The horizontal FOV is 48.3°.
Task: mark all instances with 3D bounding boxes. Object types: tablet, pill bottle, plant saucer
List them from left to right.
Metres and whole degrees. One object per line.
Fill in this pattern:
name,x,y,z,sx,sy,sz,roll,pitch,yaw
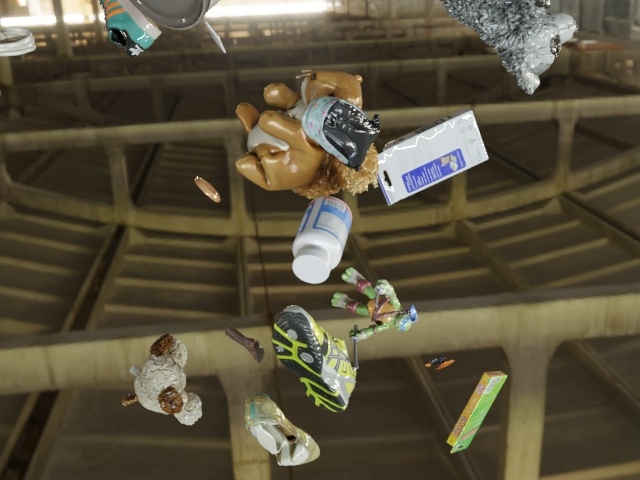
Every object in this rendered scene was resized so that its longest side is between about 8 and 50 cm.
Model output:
plant saucer,-0.282,-0.129,1.791,0.013,0.083,0.083,-44,-161,8
tablet,-0.246,-0.476,1.674,0.006,0.054,0.083,-37,170,-4
pill bottle,0.000,0.000,1.773,0.124,0.124,0.221,3,-140,16

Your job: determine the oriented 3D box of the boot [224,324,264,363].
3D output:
boot,-0.218,0.294,2.034,0.114,0.106,0.037,21,-128,29

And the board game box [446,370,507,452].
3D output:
board game box,0.453,0.500,2.081,0.039,0.259,0.124,29,-170,34

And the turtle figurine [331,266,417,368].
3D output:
turtle figurine,0.133,0.199,2.180,0.275,0.197,0.266,-24,-142,-31

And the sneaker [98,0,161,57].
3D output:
sneaker,-0.577,-0.634,2.034,0.302,0.121,0.108,47,-174,32

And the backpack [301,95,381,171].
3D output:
backpack,0.045,-0.269,1.724,0.115,0.151,0.182,17,172,45

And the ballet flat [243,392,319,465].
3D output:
ballet flat,-0.111,0.572,2.034,0.123,0.348,0.123,-22,-143,17

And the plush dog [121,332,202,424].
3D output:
plush dog,-0.451,0.393,2.006,0.211,0.262,0.225,-11,156,-22

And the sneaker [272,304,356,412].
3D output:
sneaker,-0.012,0.302,1.944,0.145,0.384,0.147,4,-135,31

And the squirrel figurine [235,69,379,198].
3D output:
squirrel figurine,0.002,-0.298,1.999,0.370,0.397,0.281,-35,-147,28

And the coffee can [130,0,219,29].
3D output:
coffee can,-0.219,-0.546,1.307,0.202,0.201,0.275,10,-131,32

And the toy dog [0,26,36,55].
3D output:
toy dog,-0.708,-0.296,1.350,0.220,0.161,0.333,26,-135,19

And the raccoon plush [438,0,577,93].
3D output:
raccoon plush,0.320,-0.487,1.523,0.447,0.299,0.216,14,-123,16

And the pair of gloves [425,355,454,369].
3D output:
pair of gloves,0.387,0.396,2.314,0.074,0.083,0.010,-34,-129,25

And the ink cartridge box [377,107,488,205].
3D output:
ink cartridge box,0.314,-0.248,2.105,0.333,0.165,0.065,-25,-158,-2
